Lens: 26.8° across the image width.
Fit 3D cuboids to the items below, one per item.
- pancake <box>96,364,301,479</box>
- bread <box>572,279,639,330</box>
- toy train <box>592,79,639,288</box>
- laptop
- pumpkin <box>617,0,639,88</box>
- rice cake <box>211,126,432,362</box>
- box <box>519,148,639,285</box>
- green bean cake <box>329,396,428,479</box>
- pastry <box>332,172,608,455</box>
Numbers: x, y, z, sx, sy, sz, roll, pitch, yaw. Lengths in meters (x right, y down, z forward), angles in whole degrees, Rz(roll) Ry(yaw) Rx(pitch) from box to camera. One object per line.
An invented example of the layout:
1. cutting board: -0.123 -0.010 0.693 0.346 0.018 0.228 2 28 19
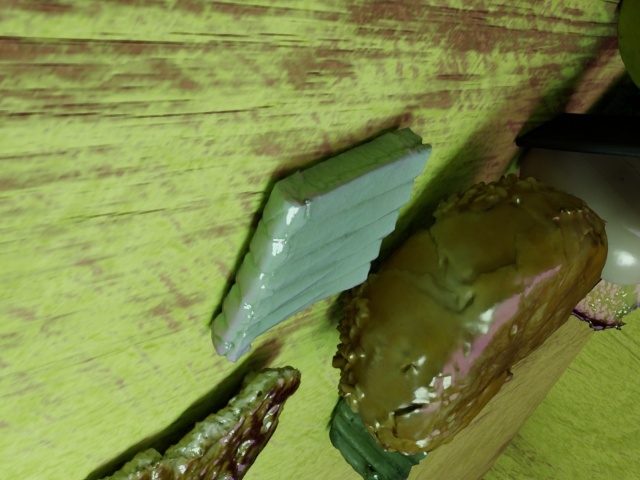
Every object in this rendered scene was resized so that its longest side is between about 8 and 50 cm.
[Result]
1. pancake: -0.136 0.199 1.127 0.266 0.057 0.244 -56 155 5
2. bread: 0.424 0.057 2.064 0.140 0.160 0.169 -54 163 13
3. toy train: 0.367 -0.088 1.656 0.330 0.138 0.178 -46 159 -17
4. laptop: 0.321 -0.114 1.416 0.135 0.197 0.016 -31 122 -52
5. pumpkin: 0.380 -0.204 1.338 0.110 0.217 0.217 -22 152 -23
6. rice cake: 0.000 0.000 1.039 0.198 0.037 0.189 -32 156 -46
7. box: 0.312 -0.042 1.481 0.146 0.200 0.088 -27 159 -37
8. green bean cake: 0.119 0.178 1.593 0.222 0.125 0.227 -43 164 -31
9. pastry: 0.135 0.061 1.310 0.311 0.162 0.255 -47 161 -5
